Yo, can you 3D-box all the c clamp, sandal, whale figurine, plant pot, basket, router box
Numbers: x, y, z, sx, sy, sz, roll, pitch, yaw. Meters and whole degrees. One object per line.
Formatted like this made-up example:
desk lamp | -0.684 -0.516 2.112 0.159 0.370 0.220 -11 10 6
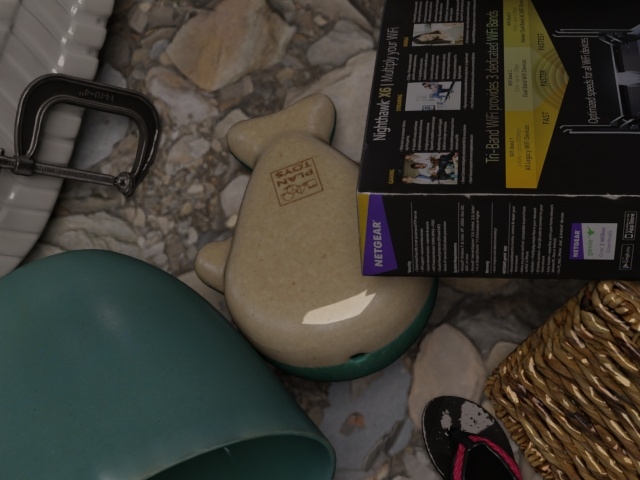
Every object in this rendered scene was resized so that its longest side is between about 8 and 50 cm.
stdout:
c clamp | -0.218 -0.078 1.106 0.160 0.022 0.137 2 95 -34
sandal | 0.140 0.204 1.021 0.067 0.040 0.179 -22 65 -6
whale figurine | 0.000 0.000 1.065 0.216 0.141 0.272 -22 52 2
plant pot | -0.171 0.150 0.969 0.293 0.293 0.235 -35 62 -1
sandal | -0.303 -0.108 1.116 0.102 0.169 0.416 15 76 55
basket | 0.321 0.143 0.997 0.213 0.223 0.299 -30 74 -33
router box | 0.162 -0.094 0.982 0.242 0.081 0.309 1 38 8
